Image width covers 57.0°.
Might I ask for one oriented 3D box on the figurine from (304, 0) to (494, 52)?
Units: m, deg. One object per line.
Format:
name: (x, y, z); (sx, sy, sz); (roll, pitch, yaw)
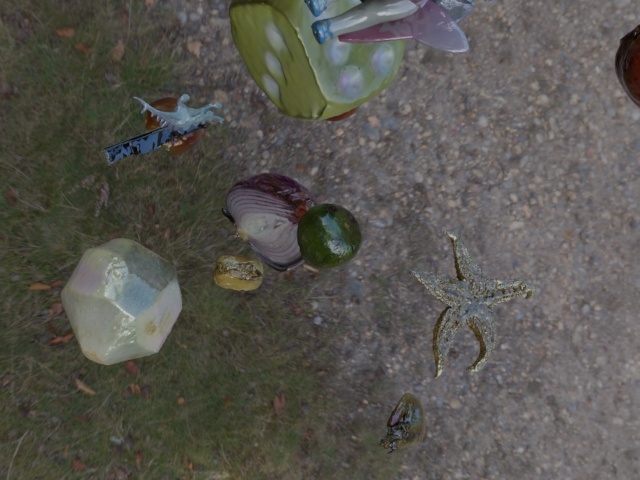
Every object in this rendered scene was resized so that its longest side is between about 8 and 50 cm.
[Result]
figurine: (0.099, -0.304, 0.627); (0.260, 0.103, 0.205); (-23, 128, -5)

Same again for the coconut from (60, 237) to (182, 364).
coconut: (-0.375, 0.115, 1.093); (0.197, 0.237, 0.237); (17, 82, 7)

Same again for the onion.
onion: (-0.070, -0.073, 1.486); (0.159, 0.349, 0.267); (-46, 113, -35)

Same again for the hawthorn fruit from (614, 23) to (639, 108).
hawthorn fruit: (0.536, -0.250, 0.837); (0.202, 0.185, 0.185); (38, 78, 0)

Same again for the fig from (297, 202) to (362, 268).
fig: (0.000, 0.000, 1.097); (0.123, 0.156, 0.123); (22, 54, -33)

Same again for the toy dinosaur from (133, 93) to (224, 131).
toy dinosaur: (-0.259, -0.231, 1.085); (0.209, 0.082, 0.039); (0, 67, -56)

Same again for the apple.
apple: (-0.397, -0.311, 1.604); (0.147, 0.158, 0.156); (-33, 123, -14)

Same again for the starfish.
starfish: (0.304, 0.129, 1.267); (0.299, 0.060, 0.302); (-37, 103, -4)

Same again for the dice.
dice: (-0.004, -0.370, 1.059); (0.227, 0.233, 0.238); (-37, 125, -18)

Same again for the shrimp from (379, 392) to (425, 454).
shrimp: (0.237, 0.522, 1.690); (0.287, 0.063, 0.152); (7, 78, -59)

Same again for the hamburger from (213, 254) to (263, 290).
hamburger: (-0.230, 0.091, 1.662); (0.138, 0.147, 0.083); (11, 70, -8)

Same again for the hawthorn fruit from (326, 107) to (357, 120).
hawthorn fruit: (0.021, -0.544, 1.926); (0.307, 0.265, 0.265); (31, 79, -8)

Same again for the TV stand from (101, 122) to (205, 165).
TV stand: (-0.357, -0.220, 1.278); (0.249, 0.042, 0.036); (-32, 118, -37)
